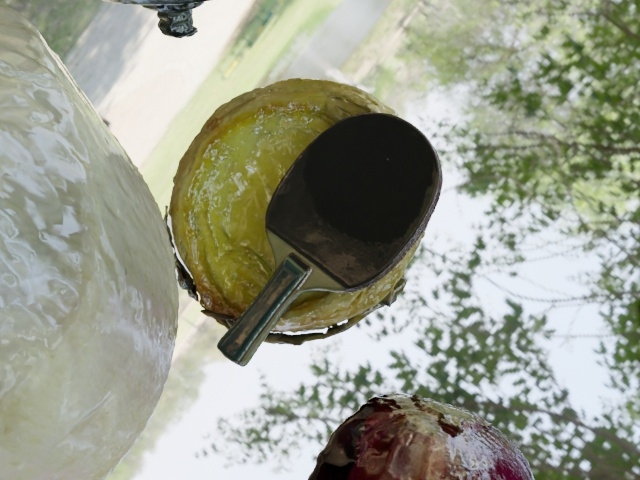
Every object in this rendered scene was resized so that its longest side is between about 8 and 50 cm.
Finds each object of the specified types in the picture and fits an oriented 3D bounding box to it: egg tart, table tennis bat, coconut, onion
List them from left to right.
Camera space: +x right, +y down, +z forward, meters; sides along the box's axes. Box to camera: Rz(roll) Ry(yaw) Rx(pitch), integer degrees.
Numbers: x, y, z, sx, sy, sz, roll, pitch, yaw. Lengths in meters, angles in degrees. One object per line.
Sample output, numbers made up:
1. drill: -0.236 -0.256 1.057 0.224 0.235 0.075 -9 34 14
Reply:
1. coconut: -0.226 0.025 0.492 0.329 0.329 0.329 -53 -177 4
2. egg tart: -0.022 -0.029 0.889 0.279 0.279 0.095 -53 164 -4
3. table tennis bat: 0.000 0.000 0.801 0.274 0.154 0.021 -52 149 -2
4. onion: 0.075 0.235 0.673 0.195 0.139 0.218 8 99 -63

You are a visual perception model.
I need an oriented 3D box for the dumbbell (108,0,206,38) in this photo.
1. dumbbell: -0.118 -0.343 0.614 0.179 0.179 0.406 -57 153 -53
